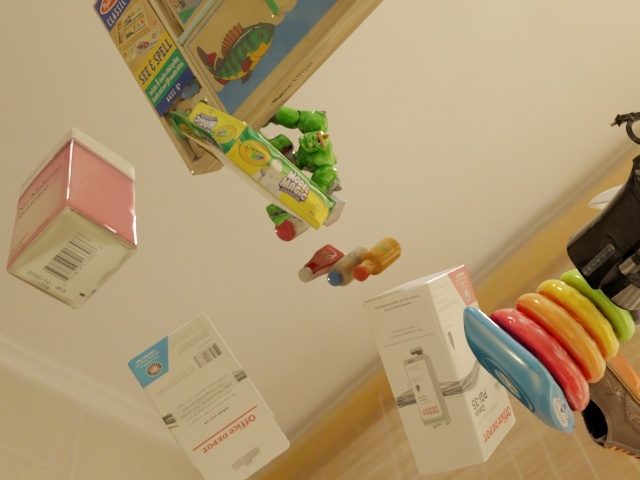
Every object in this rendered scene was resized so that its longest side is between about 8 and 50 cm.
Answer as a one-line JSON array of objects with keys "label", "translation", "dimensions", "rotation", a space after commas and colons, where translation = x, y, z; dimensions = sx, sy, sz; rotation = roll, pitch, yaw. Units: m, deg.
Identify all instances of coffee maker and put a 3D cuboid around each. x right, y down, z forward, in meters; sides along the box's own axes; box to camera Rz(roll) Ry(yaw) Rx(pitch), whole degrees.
[{"label": "coffee maker", "translation": [0.360, -0.026, 0.901], "dimensions": [0.120, 0.171, 0.178], "rotation": [-4, -22, -10]}]

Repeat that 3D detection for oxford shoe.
[{"label": "oxford shoe", "translation": [0.569, 0.356, 1.494], "dimensions": [0.132, 0.130, 0.364], "rotation": [-39, -94, -18]}]

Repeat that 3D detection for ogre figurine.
[{"label": "ogre figurine", "translation": [-0.036, -0.128, 1.221], "dimensions": [0.118, 0.197, 0.097], "rotation": [-12, -41, 2]}]

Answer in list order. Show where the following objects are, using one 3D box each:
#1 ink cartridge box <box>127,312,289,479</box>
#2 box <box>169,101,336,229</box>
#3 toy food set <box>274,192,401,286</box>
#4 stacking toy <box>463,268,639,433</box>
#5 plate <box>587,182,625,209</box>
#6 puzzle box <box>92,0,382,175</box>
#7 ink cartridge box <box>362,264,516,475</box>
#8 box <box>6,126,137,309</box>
[{"label": "ink cartridge box", "translation": [-0.124, 0.186, 0.918], "dimensions": [0.104, 0.060, 0.180], "rotation": [-33, -100, -11]}, {"label": "box", "translation": [-0.073, -0.085, 0.863], "dimensions": [0.179, 0.105, 0.043], "rotation": [36, -93, -43]}, {"label": "toy food set", "translation": [0.000, 0.000, 1.288], "dimensions": [0.232, 0.104, 0.111], "rotation": [36, -52, 16]}, {"label": "stacking toy", "translation": [0.352, 0.087, 1.049], "dimensions": [0.302, 0.166, 0.175], "rotation": [-40, -47, -6]}, {"label": "plate", "translation": [0.652, -0.082, 1.384], "dimensions": [0.277, 0.278, 0.045], "rotation": [5, -100, -32]}, {"label": "puzzle box", "translation": [-0.090, -0.296, 0.912], "dimensions": [0.052, 0.272, 0.409], "rotation": [-19, -16, -50]}, {"label": "ink cartridge box", "translation": [0.197, 0.200, 1.298], "dimensions": [0.117, 0.207, 0.283], "rotation": [-19, -92, 27]}, {"label": "box", "translation": [-0.373, -0.038, 1.233], "dimensions": [0.148, 0.232, 0.127], "rotation": [-43, -55, 17]}]
